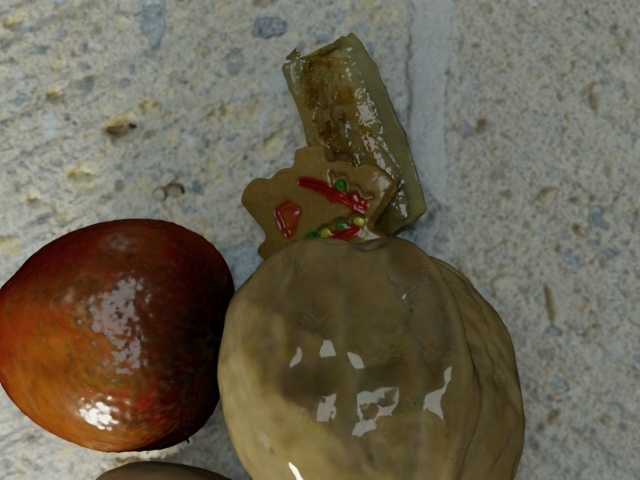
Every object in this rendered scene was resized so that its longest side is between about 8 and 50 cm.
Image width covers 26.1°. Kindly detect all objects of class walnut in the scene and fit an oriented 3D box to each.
[{"bbox_3d":[0.057,0.173,1.559,0.381,0.381,0.381,-2,75,7],"label":"walnut"}]

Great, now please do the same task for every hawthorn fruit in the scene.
[{"bbox_3d":[-0.273,0.103,1.664,0.368,0.284,0.285,10,76,28],"label":"hawthorn fruit"}]

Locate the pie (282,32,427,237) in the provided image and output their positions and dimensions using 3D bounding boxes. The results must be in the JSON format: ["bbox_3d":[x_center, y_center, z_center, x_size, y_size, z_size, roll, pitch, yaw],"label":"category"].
[{"bbox_3d":[0.043,-0.134,1.780,0.128,0.068,0.283,-26,79,19],"label":"pie"}]

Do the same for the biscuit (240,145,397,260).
[{"bbox_3d":[0.000,0.000,1.741,0.212,0.041,0.239,-7,87,23],"label":"biscuit"}]

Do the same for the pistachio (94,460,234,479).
[{"bbox_3d":[-0.139,0.381,1.596,0.321,0.229,0.238,26,40,20],"label":"pistachio"}]
